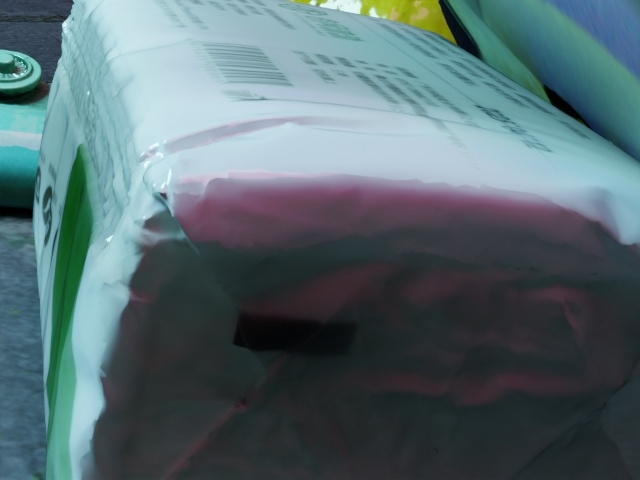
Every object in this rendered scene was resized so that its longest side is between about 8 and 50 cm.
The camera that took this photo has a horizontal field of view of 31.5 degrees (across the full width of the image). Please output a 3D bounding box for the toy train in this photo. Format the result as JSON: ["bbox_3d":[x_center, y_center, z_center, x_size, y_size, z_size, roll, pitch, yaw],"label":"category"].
[{"bbox_3d":[-0.179,-0.070,0.858,0.248,0.101,0.159,4,36,-9],"label":"toy train"}]

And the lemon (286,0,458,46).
[{"bbox_3d":[0.049,-0.154,0.962,0.288,0.234,0.233,19,22,38],"label":"lemon"}]

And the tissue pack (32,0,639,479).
[{"bbox_3d":[0.000,0.001,0.566,0.266,0.194,0.356,6,21,-18],"label":"tissue pack"}]

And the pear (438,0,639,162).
[{"bbox_3d":[0.207,-0.093,0.561,0.165,0.399,0.399,-36,26,1],"label":"pear"}]
